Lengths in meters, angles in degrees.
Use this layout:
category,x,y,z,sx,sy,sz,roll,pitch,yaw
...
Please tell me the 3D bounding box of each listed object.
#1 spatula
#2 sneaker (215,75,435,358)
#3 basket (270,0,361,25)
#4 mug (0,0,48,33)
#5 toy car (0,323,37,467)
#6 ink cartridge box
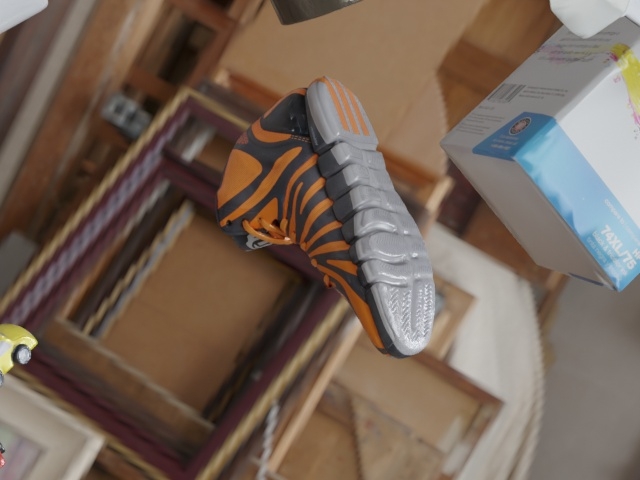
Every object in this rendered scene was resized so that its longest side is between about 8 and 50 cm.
category,x,y,z,sx,sy,sz,roll,pitch,yaw
spatula,0.202,-0.186,0.859,0.019,0.168,0.242,20,5,28
sneaker,0.000,0.000,1.583,0.124,0.180,0.321,16,50,-54
basket,-0.023,-0.364,1.625,0.154,0.227,0.204,-13,14,29
mug,-0.444,-0.252,1.164,0.374,0.328,0.276,54,-9,37
toy car,-0.419,0.168,1.526,0.225,0.053,0.239,-11,33,8
ink cartridge box,0.315,-0.118,1.603,0.197,0.270,0.198,49,-8,-18
